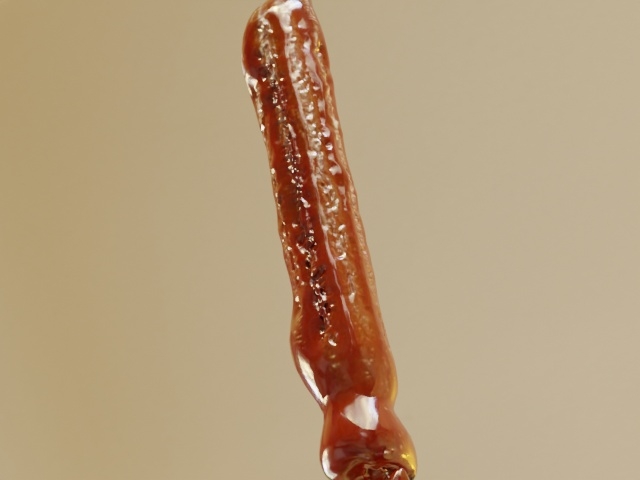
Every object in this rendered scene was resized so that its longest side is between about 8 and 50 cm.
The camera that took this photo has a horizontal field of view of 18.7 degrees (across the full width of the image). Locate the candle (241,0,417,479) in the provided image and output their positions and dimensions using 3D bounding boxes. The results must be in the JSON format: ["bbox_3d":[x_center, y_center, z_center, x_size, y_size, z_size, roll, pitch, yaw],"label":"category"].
[{"bbox_3d":[0.000,0.000,1.012,0.051,0.048,0.329,-7,-123,-8],"label":"candle"}]
